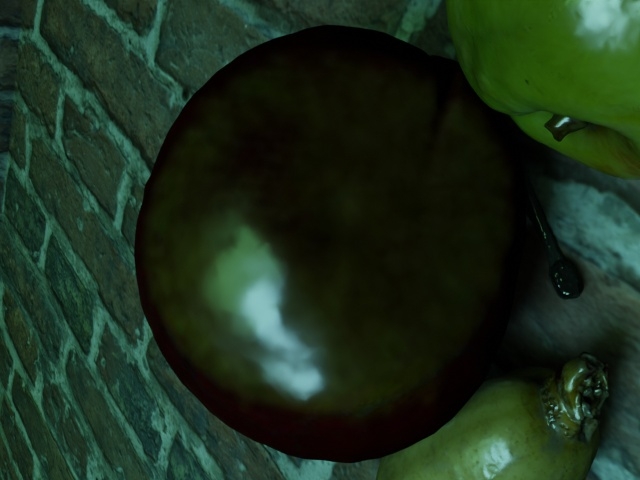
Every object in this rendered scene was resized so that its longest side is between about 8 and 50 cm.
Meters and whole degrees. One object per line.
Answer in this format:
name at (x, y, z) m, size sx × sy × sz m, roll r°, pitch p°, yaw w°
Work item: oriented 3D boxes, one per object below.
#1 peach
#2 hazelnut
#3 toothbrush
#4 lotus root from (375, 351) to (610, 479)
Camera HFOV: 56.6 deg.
peach at (0.236, -0.213, 0.428) m, size 0.314 × 0.281 × 0.316 m, roll 44°, pitch 118°, yaw 40°
hazelnut at (0.000, 0.000, 0.615) m, size 0.402 × 0.402 × 0.430 m, roll -5°, pitch 80°, yaw 46°
toothbrush at (0.215, -0.076, 0.651) m, size 0.030 × 0.030 × 0.298 m, roll -24°, pitch 75°, yaw 19°
lotus root at (0.182, 0.231, 0.626) m, size 0.343 × 0.169 × 0.152 m, roll -52°, pitch 57°, yaw 38°
